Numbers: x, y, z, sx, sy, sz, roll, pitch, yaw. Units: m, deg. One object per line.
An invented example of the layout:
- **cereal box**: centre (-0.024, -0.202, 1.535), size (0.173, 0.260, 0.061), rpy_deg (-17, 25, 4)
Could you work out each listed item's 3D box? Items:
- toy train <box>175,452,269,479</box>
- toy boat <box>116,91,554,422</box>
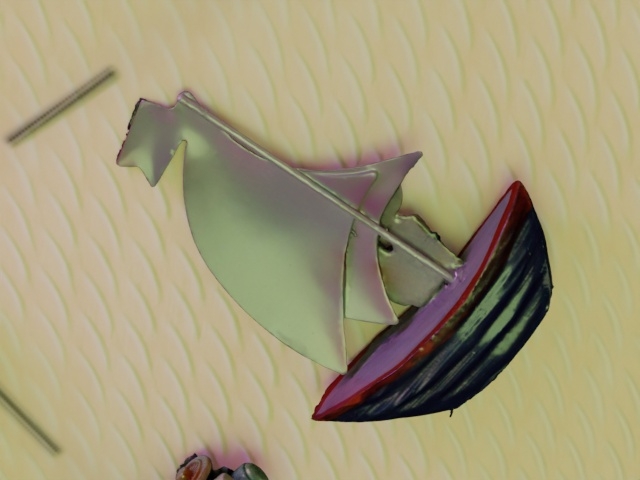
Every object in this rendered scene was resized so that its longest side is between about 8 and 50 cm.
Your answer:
- **toy train**: centre (-0.114, 0.245, 1.247), size (0.081, 0.125, 0.194), rpy_deg (42, 107, -17)
- **toy boat**: centre (0.003, 0.027, 1.177), size (0.318, 0.072, 0.219), rpy_deg (12, 113, -5)
